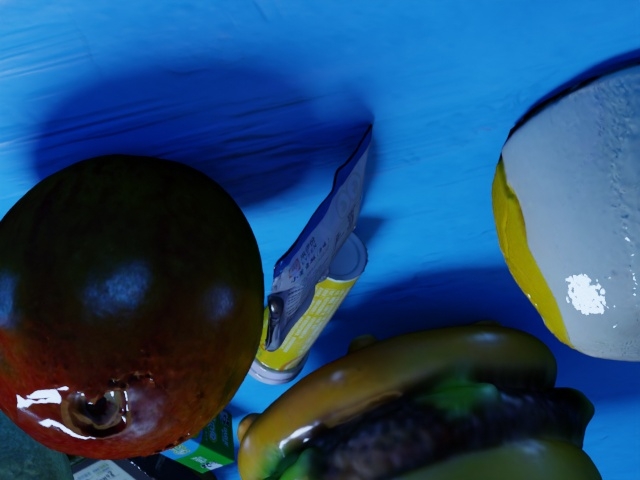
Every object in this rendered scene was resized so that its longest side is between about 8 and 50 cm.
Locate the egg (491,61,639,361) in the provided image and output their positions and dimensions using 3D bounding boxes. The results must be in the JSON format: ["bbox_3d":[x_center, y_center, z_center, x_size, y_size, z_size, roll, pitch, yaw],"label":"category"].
[{"bbox_3d":[0.313,0.002,1.575,0.337,0.201,0.337,-5,153,-3],"label":"egg"}]

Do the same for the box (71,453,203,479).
[{"bbox_3d":[-0.288,0.348,2.192,0.350,0.058,0.211,-27,120,36],"label":"box"}]

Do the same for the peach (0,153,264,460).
[{"bbox_3d":[-0.170,0.063,1.539,0.238,0.281,0.281,-28,144,34],"label":"peach"}]

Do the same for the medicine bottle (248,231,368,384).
[{"bbox_3d":[-0.019,0.066,1.773,0.074,0.074,0.218,5,149,-18],"label":"medicine bottle"}]

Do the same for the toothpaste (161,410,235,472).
[{"bbox_3d":[-0.190,0.187,1.978,0.050,0.065,0.266,-23,146,24],"label":"toothpaste"}]

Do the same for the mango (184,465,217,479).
[{"bbox_3d":[-0.161,0.324,2.227,0.060,0.080,0.114,13,131,1],"label":"mango"}]

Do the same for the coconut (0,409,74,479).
[{"bbox_3d":[-0.426,0.280,1.885,0.328,0.281,0.328,-13,149,-8],"label":"coconut"}]

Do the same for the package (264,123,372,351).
[{"bbox_3d":[0.000,0.000,1.577,0.027,0.171,0.173,29,152,14],"label":"package"}]

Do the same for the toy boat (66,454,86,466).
[{"bbox_3d":[-0.321,0.232,2.042,0.104,0.052,0.210,35,136,-22],"label":"toy boat"}]

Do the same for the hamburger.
[{"bbox_3d":[0.114,0.252,1.904,0.395,0.277,0.396,-17,156,-8],"label":"hamburger"}]
